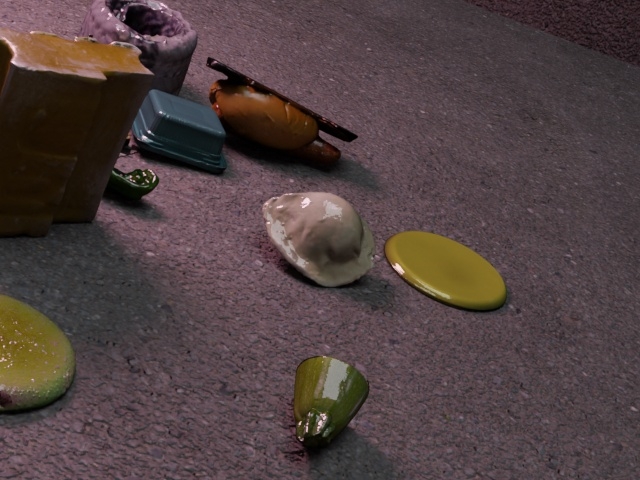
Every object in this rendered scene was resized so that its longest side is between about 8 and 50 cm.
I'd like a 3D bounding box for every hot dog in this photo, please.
[{"bbox_3d":[-0.089,-0.219,2.358,0.326,0.107,0.194,27,6,-10],"label":"hot dog"}]

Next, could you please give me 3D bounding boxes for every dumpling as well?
[{"bbox_3d":[-0.003,0.001,2.046,0.181,0.111,0.155,0,58,5],"label":"dumpling"}]

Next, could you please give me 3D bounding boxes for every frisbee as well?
[{"bbox_3d":[0.222,0.050,2.223,0.236,0.017,0.236,19,27,-10],"label":"frisbee"}]

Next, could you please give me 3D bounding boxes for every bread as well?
[{"bbox_3d":[-0.408,0.127,1.550,0.228,0.033,0.228,18,28,-10],"label":"bread"}]

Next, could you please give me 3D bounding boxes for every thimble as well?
[{"bbox_3d":[-0.348,-0.355,2.358,0.217,0.157,0.245,17,27,-11],"label":"thimble"}]

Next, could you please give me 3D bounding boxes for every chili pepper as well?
[{"bbox_3d":[-0.378,-0.137,2.032,0.257,0.074,0.100,34,25,11],"label":"chili pepper"}]

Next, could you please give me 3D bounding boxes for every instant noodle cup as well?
[{"bbox_3d":[-0.247,-0.202,2.239,0.179,0.070,0.157,16,25,-25],"label":"instant noodle cup"}]

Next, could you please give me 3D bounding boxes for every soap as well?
[{"bbox_3d":[-0.395,-0.153,1.805,0.259,0.281,0.143,-4,39,-44],"label":"soap"}]

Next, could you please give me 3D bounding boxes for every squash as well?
[{"bbox_3d":[0.000,0.231,1.646,0.105,0.105,0.132,23,43,-1],"label":"squash"}]

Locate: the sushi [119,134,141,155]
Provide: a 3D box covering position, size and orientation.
[{"bbox_3d":[-0.383,-0.185,2.158,0.126,0.026,0.120,33,29,19],"label":"sushi"}]
